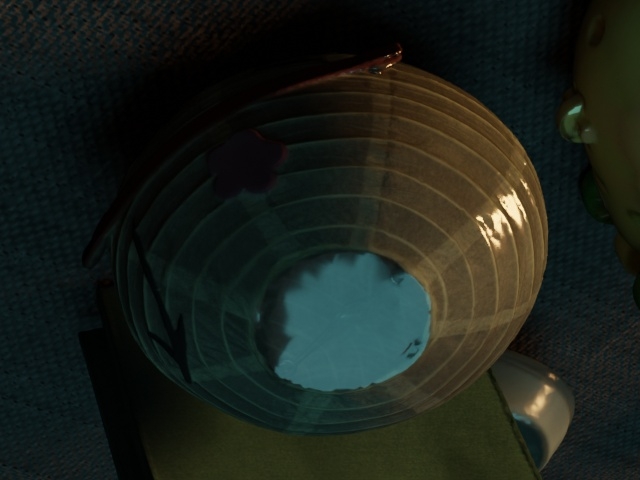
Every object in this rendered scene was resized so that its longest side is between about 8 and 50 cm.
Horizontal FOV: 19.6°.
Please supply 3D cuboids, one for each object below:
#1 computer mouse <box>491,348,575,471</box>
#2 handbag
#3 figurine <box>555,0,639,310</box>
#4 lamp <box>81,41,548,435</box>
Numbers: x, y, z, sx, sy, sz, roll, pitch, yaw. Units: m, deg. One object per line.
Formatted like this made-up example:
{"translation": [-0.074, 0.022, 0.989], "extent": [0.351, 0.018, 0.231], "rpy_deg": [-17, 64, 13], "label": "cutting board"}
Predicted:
{"translation": [0.077, 0.131, 1.409], "extent": [0.231, 0.079, 0.128], "rpy_deg": [-1, 137, 4], "label": "computer mouse"}
{"translation": [-0.004, 0.138, 1.224], "extent": [0.269, 0.274, 0.100], "rpy_deg": [-3, 131, -22], "label": "handbag"}
{"translation": [0.273, -0.074, 1.204], "extent": [0.222, 0.124, 0.324], "rpy_deg": [-23, 136, 7], "label": "figurine"}
{"translation": [0.000, 0.000, 1.112], "extent": [0.265, 0.233, 0.233], "rpy_deg": [-27, 140, 5], "label": "lamp"}
